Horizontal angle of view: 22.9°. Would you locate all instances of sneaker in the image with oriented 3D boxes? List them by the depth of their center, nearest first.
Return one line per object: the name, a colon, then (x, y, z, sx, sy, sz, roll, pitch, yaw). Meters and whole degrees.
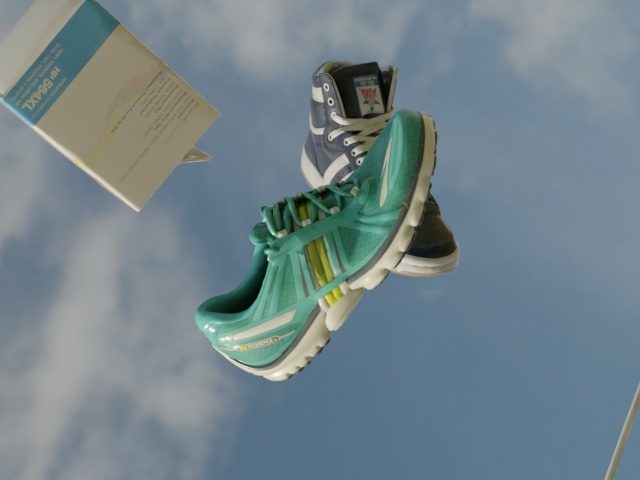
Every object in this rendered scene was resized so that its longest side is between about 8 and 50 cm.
sneaker: (0.000, 0.000, 1.323, 0.110, 0.275, 0.107, 32, -164, -19)
sneaker: (0.061, -0.087, 1.650, 0.099, 0.282, 0.153, -9, -55, -25)

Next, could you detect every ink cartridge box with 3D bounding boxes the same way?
ink cartridge box: (-0.146, -0.093, 1.073, 0.143, 0.092, 0.090, 42, -95, -29)

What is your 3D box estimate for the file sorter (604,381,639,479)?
file sorter: (0.418, 0.190, 1.406, 0.173, 0.278, 0.193, 39, -125, -15)
